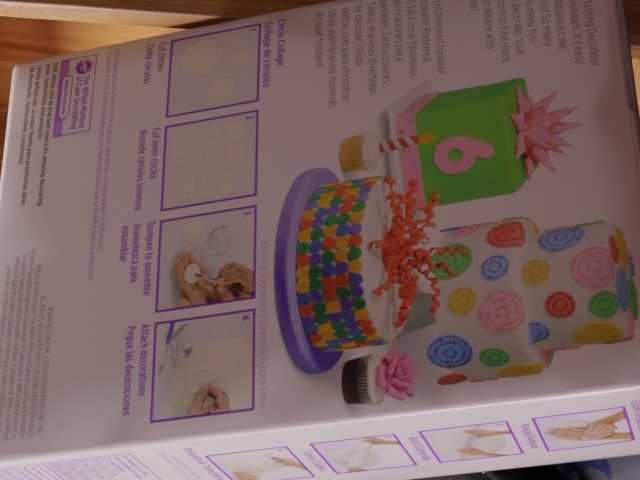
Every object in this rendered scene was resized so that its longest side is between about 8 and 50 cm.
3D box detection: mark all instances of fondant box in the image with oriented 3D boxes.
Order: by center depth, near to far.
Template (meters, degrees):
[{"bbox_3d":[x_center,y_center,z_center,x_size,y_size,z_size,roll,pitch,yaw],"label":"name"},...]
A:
[{"bbox_3d":[0.000,0.000,0.721,0.330,0.238,0.096,-9,150,15],"label":"fondant box"}]

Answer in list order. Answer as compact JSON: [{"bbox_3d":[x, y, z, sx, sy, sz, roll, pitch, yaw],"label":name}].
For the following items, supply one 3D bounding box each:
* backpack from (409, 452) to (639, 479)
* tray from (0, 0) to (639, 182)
[{"bbox_3d":[0.200,0.106,0.813,0.355,0.290,0.273,-12,120,-36],"label":"backpack"},{"bbox_3d":[-0.011,-0.098,0.866,0.410,0.076,0.203,2,151,-7],"label":"tray"}]
